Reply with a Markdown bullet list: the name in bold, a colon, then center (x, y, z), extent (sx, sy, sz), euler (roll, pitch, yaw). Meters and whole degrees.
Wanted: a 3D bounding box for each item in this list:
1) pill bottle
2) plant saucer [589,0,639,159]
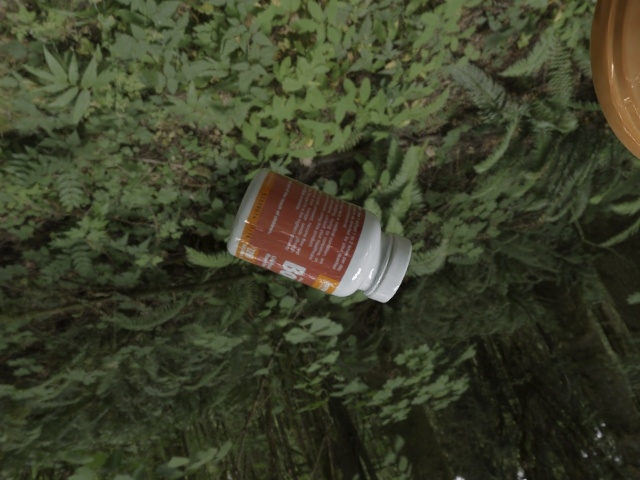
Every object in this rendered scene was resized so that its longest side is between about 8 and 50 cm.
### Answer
- **pill bottle**: center (0.000, 0.000, 0.602), extent (0.216, 0.121, 0.121), euler (22, 158, -5)
- **plant saucer**: center (0.283, -0.141, 0.311), extent (0.200, 0.199, 0.037), euler (-18, -167, -3)
